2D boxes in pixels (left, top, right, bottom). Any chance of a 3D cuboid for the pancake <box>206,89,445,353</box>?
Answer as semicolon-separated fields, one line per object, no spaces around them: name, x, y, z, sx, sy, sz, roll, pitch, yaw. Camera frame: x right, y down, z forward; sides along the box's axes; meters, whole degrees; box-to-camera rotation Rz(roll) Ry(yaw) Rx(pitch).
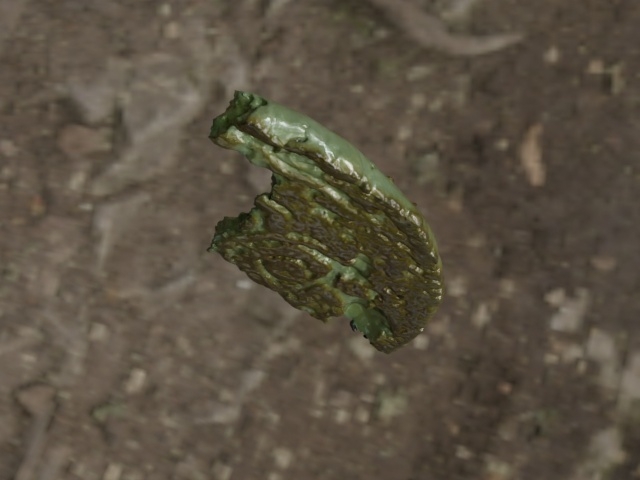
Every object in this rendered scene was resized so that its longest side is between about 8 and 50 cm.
pancake;0.002;-0.004;1.493;0.376;0.197;0.054;68;27;-55
